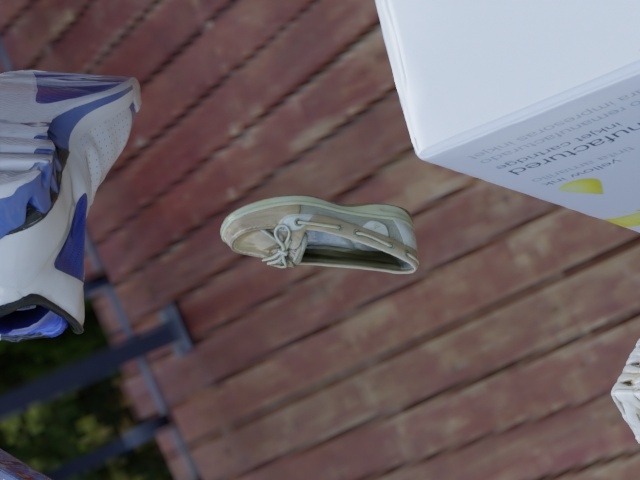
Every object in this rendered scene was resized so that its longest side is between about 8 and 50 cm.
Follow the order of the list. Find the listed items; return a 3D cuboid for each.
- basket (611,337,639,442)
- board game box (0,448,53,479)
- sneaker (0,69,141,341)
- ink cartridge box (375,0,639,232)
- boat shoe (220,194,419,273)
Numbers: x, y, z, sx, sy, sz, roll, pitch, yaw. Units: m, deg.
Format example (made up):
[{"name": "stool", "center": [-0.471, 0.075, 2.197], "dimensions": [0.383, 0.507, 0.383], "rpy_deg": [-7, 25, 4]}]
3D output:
[{"name": "basket", "center": [0.271, 0.117, 1.251], "dimensions": [0.113, 0.103, 0.167], "rpy_deg": [-3, 128, 48]}, {"name": "board game box", "center": [-0.278, 0.281, 1.787], "dimensions": [0.194, 0.060, 0.194], "rpy_deg": [41, 102, 29]}, {"name": "sneaker", "center": [-0.244, -0.021, 1.650], "dimensions": [0.127, 0.315, 0.182], "rpy_deg": [6, 114, 10]}, {"name": "ink cartridge box", "center": [0.241, -0.126, 1.062], "dimensions": [0.279, 0.384, 0.160], "rpy_deg": [-22, 71, 28]}, {"name": "boat shoe", "center": [0.000, 0.001, 1.530], "dimensions": [0.056, 0.153, 0.048], "rpy_deg": [114, 154, -49]}]
